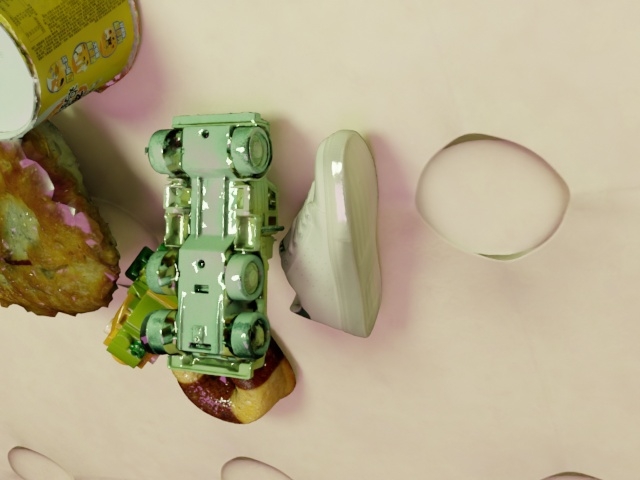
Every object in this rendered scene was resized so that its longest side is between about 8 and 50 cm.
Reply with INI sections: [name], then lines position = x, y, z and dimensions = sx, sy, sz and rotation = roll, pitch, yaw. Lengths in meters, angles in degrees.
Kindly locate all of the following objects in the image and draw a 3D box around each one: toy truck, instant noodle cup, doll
[toy truck]
position = -0.099, 0.000, 0.826
dimensions = 0.128, 0.135, 0.259
rotation = 2, 96, 26
[instant noodle cup]
position = -0.293, -0.200, 0.755
dimensions = 0.205, 0.153, 0.205
rotation = 11, 131, 13
[doll]
position = -0.176, 0.061, 0.915
dimensions = 0.106, 0.186, 0.134
rotation = 36, 162, -9

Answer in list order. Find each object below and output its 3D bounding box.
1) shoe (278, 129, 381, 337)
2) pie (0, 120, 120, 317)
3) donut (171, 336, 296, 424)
[shoe]
position = 0.000, 0.000, 0.834
dimensions = 0.110, 0.095, 0.265
rotation = 8, 133, 20
[pie]
position = -0.364, -0.029, 0.944
dimensions = 0.355, 0.103, 0.288
rotation = 6, 128, 34
[donut]
position = -0.123, 0.169, 1.049
dimensions = 0.166, 0.073, 0.184
rotation = 1, 127, 27
